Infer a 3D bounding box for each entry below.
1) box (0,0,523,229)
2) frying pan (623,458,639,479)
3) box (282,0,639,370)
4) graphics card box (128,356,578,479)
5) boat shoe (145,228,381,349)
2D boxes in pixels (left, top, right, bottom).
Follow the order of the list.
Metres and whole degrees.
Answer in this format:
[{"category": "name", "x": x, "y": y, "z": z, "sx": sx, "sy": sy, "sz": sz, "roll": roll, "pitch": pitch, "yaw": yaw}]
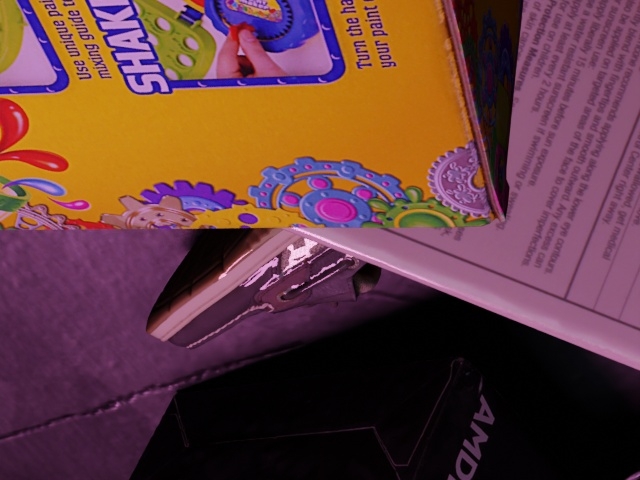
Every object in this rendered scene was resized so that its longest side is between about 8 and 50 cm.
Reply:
[{"category": "box", "x": -0.083, "y": -0.166, "z": 0.455, "sx": 0.279, "sy": 0.290, "sz": 0.177, "roll": -1, "pitch": 145, "yaw": 15}, {"category": "frying pan", "x": 0.304, "y": 0.169, "z": 0.863, "sx": 0.326, "sy": 0.053, "sz": 0.197, "roll": 25, "pitch": 146, "yaw": -22}, {"category": "box", "x": 0.076, "y": -0.045, "z": 0.620, "sx": 0.311, "sy": 0.121, "sz": 0.148, "roll": 23, "pitch": 91, "yaw": -2}, {"category": "graphics card box", "x": 0.086, "y": 0.219, "z": 0.915, "sx": 0.233, "sy": 0.094, "sz": 0.371, "roll": -11, "pitch": 131, "yaw": 44}, {"category": "boat shoe", "x": 0.001, "y": -0.001, "z": 0.764, "sx": 0.073, "sy": 0.080, "sz": 0.223, "roll": 39, "pitch": 127, "yaw": -15}]
